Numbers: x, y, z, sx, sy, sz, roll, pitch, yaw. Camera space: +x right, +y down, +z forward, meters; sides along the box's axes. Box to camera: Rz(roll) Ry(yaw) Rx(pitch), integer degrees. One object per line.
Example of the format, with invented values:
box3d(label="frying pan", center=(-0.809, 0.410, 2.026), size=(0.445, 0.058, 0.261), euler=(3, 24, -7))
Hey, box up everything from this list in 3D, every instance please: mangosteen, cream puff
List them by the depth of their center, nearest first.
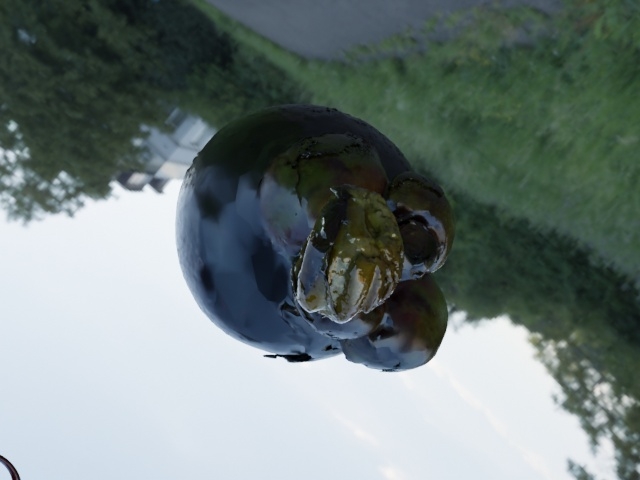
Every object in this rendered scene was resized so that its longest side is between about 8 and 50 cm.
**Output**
box3d(label="cream puff", center=(0.030, 0.015, 0.744), size=(0.104, 0.133, 0.119), euler=(23, 162, 2))
box3d(label="mangosteen", center=(0.006, -0.004, 1.109), size=(0.421, 0.381, 0.381), euler=(12, 174, 29))

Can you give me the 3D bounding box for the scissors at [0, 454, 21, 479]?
box3d(label="scissors", center=(-0.306, 0.334, 0.839), size=(0.017, 0.144, 0.247), euler=(-3, 147, 44))
